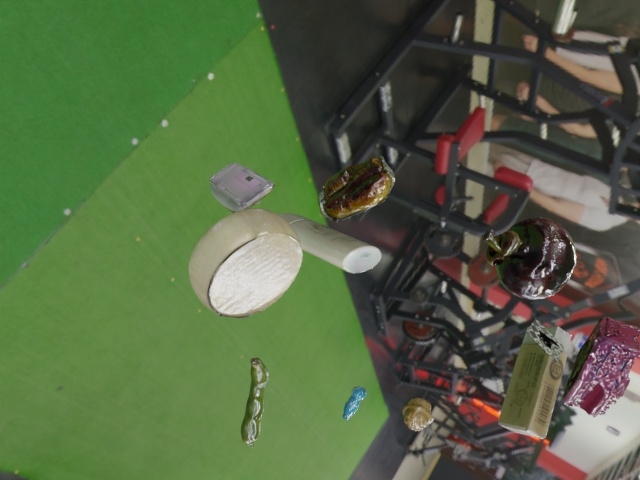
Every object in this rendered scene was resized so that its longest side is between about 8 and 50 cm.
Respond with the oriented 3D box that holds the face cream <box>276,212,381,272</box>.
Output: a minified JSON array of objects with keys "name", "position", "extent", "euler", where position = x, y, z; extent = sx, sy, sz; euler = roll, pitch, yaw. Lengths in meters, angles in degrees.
[{"name":"face cream","position":[0.000,0.000,1.679],"extent":[0.173,0.348,0.081],"euler":[-6,113,-46]}]

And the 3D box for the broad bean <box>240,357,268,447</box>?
[{"name":"broad bean","position":[-0.168,0.414,1.450],"extent":[0.052,0.052,0.257],"euler":[-10,114,-47]}]

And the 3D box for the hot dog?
[{"name":"hot dog","position":[0.103,-0.158,1.700],"extent":[0.081,0.270,0.163],"euler":[27,51,-43]}]

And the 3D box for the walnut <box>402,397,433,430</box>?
[{"name":"walnut","position":[0.258,0.460,1.492],"extent":[0.096,0.082,0.079],"euler":[87,22,-48]}]

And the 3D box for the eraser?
[{"name":"eraser","position":[0.678,0.440,1.781],"extent":[0.144,0.078,0.344],"euler":[-17,-134,65]}]

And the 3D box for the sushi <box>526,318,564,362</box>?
[{"name":"sushi","position":[0.653,0.299,1.655],"extent":[0.026,0.120,0.126],"euler":[-51,164,30]}]

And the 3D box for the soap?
[{"name":"soap","position":[0.642,0.279,1.273],"extent":[0.162,0.099,0.250],"euler":[-55,156,-27]}]

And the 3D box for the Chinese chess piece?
[{"name":"Chinese chess piece","position":[-0.156,0.051,1.202],"extent":[0.249,0.103,0.250],"euler":[-26,142,-22]}]

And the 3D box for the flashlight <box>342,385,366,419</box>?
[{"name":"flashlight","position":[0.110,0.540,1.866],"extent":[0.051,0.051,0.129],"euler":[-7,124,-60]}]

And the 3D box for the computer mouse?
[{"name":"computer mouse","position":[-0.204,-0.135,1.459],"extent":[0.126,0.245,0.056],"euler":[-40,125,-14]}]

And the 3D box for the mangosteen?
[{"name":"mangosteen","position":[0.752,0.059,2.005],"extent":[0.293,0.297,0.297],"euler":[22,94,-42]}]
